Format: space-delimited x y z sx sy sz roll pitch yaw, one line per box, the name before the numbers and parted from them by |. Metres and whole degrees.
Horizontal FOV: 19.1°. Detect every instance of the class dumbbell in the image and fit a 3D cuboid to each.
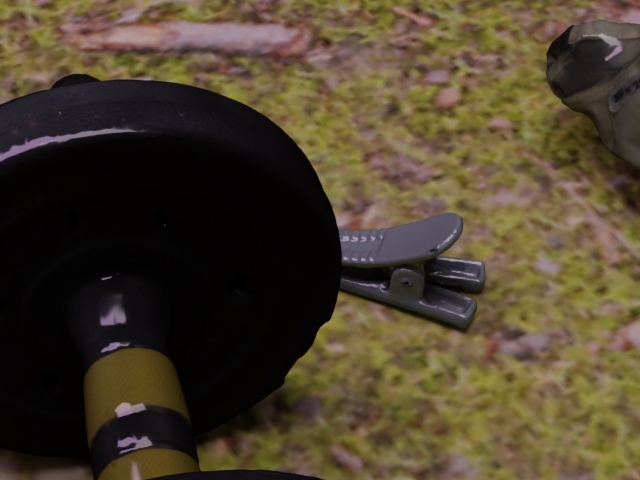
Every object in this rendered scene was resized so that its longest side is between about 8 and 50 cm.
dumbbell | -0.049 0.061 0.531 0.143 0.143 0.325 -9 46 -8

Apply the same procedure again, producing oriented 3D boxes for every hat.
hat | 0.180 -0.051 0.703 0.166 0.081 0.122 -9 5 -29

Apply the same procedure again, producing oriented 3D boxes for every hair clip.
hair clip | 0.000 -0.001 0.668 0.115 0.039 0.030 9 41 12
